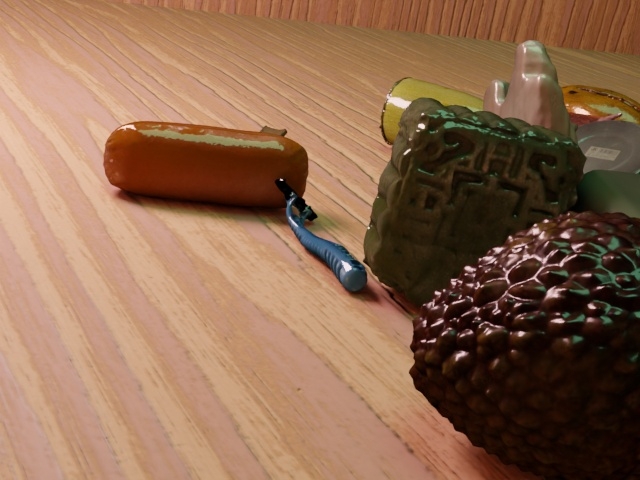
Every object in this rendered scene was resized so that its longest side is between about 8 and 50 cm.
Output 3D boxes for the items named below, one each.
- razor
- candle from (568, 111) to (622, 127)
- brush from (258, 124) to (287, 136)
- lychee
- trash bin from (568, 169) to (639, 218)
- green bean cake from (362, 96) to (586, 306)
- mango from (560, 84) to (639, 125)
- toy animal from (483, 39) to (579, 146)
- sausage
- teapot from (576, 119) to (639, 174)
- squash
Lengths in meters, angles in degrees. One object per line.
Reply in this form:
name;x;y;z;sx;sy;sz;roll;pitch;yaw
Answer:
razor;0.000;0.000;1.309;0.082;0.042;0.253;47;0;-31
candle;0.508;-0.181;1.958;0.317;0.131;0.287;8;16;-8
brush;-0.104;-0.125;1.631;0.043;0.036;0.248;9;25;11
lychee;0.208;0.089;0.875;0.271;0.236;0.236;-8;14;17
trash bin;0.409;0.078;1.099;0.223;0.158;0.343;5;28;-13
green bean cake;0.173;-0.031;1.199;0.223;0.227;0.125;11;16;-9
mango;0.603;-0.245;2.195;0.295;0.120;0.177;20;23;28
toy animal;0.279;-0.113;1.390;0.188;0.308;0.266;11;25;-14
sausage;-0.153;-0.102;1.423;0.274;0.105;0.105;5;19;-11
teapot;0.433;-0.082;1.621;0.162;0.149;0.239;-38;39;-17
squash;0.240;-0.198;1.858;0.247;0.132;0.132;21;22;31
